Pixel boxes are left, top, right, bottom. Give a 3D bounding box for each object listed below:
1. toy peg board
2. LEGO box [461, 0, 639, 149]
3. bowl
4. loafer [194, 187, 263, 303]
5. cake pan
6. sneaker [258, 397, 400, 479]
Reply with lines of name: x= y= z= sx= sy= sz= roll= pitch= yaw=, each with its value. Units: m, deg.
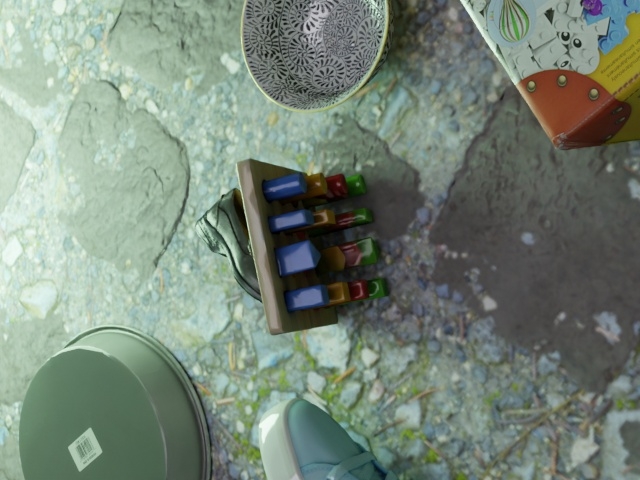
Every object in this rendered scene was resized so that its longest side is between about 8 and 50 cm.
toy peg board: x=0.000 y=0.000 z=0.947 sx=0.079 sy=0.161 sz=0.161 roll=-14 pitch=84 yaw=18
LEGO box: x=0.284 y=-0.357 z=0.656 sx=0.500 sy=0.193 sz=0.372 roll=-44 pitch=67 yaw=40
bowl: x=0.012 y=-0.207 z=0.968 sx=0.170 sy=0.080 sz=0.170 roll=1 pitch=92 yaw=35
loafer: x=-0.064 y=0.013 z=1.041 sx=0.170 sy=0.062 sz=0.061 roll=44 pitch=109 yaw=23
cake pan: x=-0.259 y=0.248 z=1.183 sx=0.293 sy=0.054 sz=0.293 roll=1 pitch=92 yaw=34
sneaker: x=0.094 y=0.276 z=0.914 sx=0.150 sy=0.135 sz=0.366 roll=-42 pitch=78 yaw=20
